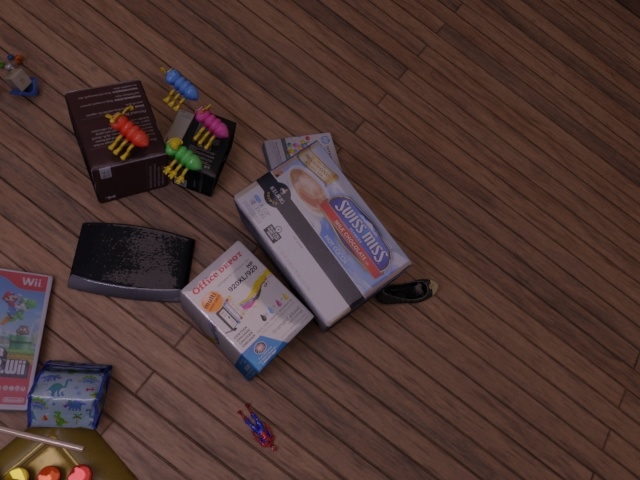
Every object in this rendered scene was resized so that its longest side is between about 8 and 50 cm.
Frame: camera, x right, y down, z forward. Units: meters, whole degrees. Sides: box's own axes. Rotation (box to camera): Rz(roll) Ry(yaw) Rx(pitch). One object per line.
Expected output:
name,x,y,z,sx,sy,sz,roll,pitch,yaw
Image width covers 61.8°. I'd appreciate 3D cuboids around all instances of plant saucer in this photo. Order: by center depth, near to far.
plant saucer,-0.514,0.526,0.984,0.332,0.081,0.333,-41,84,-23

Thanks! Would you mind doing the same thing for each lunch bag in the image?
lunch bag,-0.489,0.289,1.056,0.128,0.151,0.096,9,109,-14

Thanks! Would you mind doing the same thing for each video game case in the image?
video game case,-0.658,0.185,1.046,0.204,0.025,0.285,13,56,-29

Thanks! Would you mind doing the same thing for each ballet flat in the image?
ballet flat,0.223,0.129,1.344,0.173,0.049,0.057,-9,73,-18

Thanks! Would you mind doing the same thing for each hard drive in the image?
hard drive,-0.420,0.044,1.202,0.254,0.054,0.172,9,68,-12

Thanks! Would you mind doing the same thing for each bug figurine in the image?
bug figurine,-0.315,-0.258,1.164,0.216,0.072,0.279,38,51,-10

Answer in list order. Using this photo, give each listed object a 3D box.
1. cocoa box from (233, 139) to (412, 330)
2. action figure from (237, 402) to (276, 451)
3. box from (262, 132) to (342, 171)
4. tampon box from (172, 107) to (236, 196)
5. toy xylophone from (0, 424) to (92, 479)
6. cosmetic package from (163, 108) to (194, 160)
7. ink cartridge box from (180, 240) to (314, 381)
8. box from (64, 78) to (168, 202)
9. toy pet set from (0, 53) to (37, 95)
cocoa box,0.000,0.000,1.215,0.228,0.231,0.347,-35,82,-10
action figure,-0.133,0.408,1.158,0.038,0.030,0.115,-36,84,-29
box,-0.045,-0.202,1.405,0.186,0.038,0.145,-10,73,-19
tampon box,-0.281,-0.212,1.299,0.101,0.120,0.161,20,66,-8
toy xylophone,-0.530,0.447,0.919,0.322,0.081,0.236,23,66,-6
cosmetic package,-0.354,-0.262,1.333,0.041,0.060,0.115,22,65,-5
ink cartridge box,-0.166,0.155,1.165,0.232,0.168,0.171,45,66,5
box,-0.463,-0.226,1.229,0.167,0.168,0.203,-19,76,-23
toy pet set,-0.735,-0.383,1.290,0.114,0.065,0.122,12,59,28
